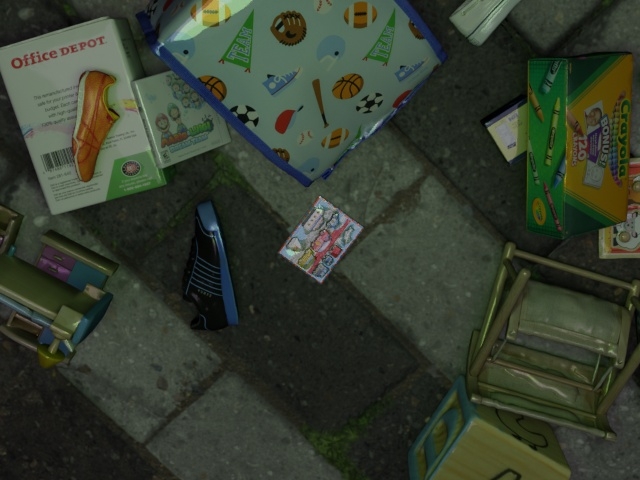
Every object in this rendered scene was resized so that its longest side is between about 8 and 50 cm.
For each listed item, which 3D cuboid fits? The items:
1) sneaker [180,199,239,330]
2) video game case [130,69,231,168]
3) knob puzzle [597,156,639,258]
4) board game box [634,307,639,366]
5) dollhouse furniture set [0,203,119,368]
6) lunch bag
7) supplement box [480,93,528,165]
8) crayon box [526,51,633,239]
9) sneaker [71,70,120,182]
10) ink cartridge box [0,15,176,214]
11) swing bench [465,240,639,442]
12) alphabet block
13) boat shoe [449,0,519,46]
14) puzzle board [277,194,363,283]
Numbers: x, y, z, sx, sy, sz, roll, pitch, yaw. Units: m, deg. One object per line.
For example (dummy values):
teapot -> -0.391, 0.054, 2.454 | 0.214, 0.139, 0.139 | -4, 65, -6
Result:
sneaker -> -0.201, 0.048, 1.586 | 0.090, 0.081, 0.232 | -10, 105, -3
video game case -> -0.224, -0.207, 1.498 | 0.019, 0.157, 0.143 | -3, 109, 44
knob puzzle -> 0.569, -0.055, 1.560 | 0.213, 0.030, 0.213 | 0, 103, 2
board game box -> 0.648, 0.219, 1.618 | 0.165, 0.042, 0.243 | -10, 103, 5
dollhouse furniture set -> -0.507, 0.108, 1.499 | 0.286, 0.303, 0.198 | 28, 103, -5
lunch bag -> -0.031, -0.302, 1.410 | 0.328, 0.239, 0.385 | -43, 122, 10
supplement box -> 0.323, -0.183, 1.522 | 0.083, 0.056, 0.083 | -32, 101, 9
crayon box -> 0.413, -0.155, 1.472 | 0.165, 0.081, 0.279 | -13, 107, -35
sneaker -> -0.348, -0.172, 1.426 | 0.067, 0.064, 0.175 | 8, 107, -11
ink cartridge box -> -0.378, -0.206, 1.510 | 0.201, 0.117, 0.278 | -15, 103, 5
swing bench -> 0.401, 0.172, 1.556 | 0.253, 0.165, 0.255 | 17, 107, -3
alphabet block -> 0.285, 0.386, 1.599 | 0.197, 0.192, 0.193 | 30, 105, -6
boat shoe -> 0.295, -0.414, 1.451 | 0.075, 0.083, 0.226 | 38, 103, -8
puzzle board -> 0.000, 0.000, 1.603 | 0.096, 0.011, 0.128 | 35, 102, -7
